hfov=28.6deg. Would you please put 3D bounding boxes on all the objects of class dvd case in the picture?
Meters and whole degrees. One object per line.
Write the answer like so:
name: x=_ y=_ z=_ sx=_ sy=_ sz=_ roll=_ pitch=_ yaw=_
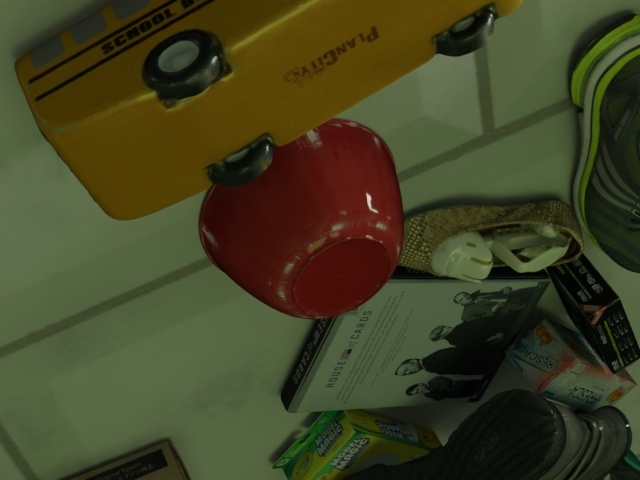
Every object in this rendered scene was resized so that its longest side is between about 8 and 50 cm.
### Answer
dvd case: x=0.095 y=0.097 z=1.244 sx=0.239 sy=0.029 sz=0.179 roll=2 pitch=129 yaw=-31

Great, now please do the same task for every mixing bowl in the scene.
mixing bowl: x=0.000 y=0.000 z=1.044 sx=0.181 sy=0.098 sz=0.181 roll=-16 pitch=137 yaw=-16

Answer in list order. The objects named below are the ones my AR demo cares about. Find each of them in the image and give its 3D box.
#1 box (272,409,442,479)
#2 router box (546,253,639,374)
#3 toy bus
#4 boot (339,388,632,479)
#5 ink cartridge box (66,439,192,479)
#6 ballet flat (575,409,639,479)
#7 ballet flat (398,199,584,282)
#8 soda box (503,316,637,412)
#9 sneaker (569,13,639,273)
box: x=0.042 y=0.233 z=1.337 sx=0.179 sy=0.043 sz=0.105 roll=22 pitch=117 yaw=-40
router box: x=0.276 y=0.068 z=1.273 sx=0.038 sy=0.092 sz=0.122 roll=-32 pitch=138 yaw=2
toy bus: x=-0.032 y=-0.144 z=0.860 sx=0.333 sy=0.130 sz=0.108 roll=-31 pitch=138 yaw=0
boot: x=0.159 y=0.277 z=1.323 sx=0.338 sy=0.118 sz=0.223 roll=-31 pitch=152 yaw=24
ink cartridge box: x=-0.205 y=0.326 z=1.249 sx=0.193 sy=0.088 sz=0.234 roll=-21 pitch=137 yaw=-13
ballet flat: x=0.334 y=0.259 z=1.512 sx=0.074 sy=0.074 sz=0.203 roll=-37 pitch=140 yaw=7
ballet flat: x=0.158 y=0.003 z=1.160 sx=0.206 sy=0.067 sz=0.073 roll=-10 pitch=136 yaw=-21
soda box: x=0.269 y=0.137 z=1.338 sx=0.058 sy=0.063 sz=0.183 roll=-44 pitch=146 yaw=15
sneaker: x=0.299 y=-0.057 z=1.143 sx=0.111 sy=0.121 sz=0.300 roll=-28 pitch=138 yaw=-3
